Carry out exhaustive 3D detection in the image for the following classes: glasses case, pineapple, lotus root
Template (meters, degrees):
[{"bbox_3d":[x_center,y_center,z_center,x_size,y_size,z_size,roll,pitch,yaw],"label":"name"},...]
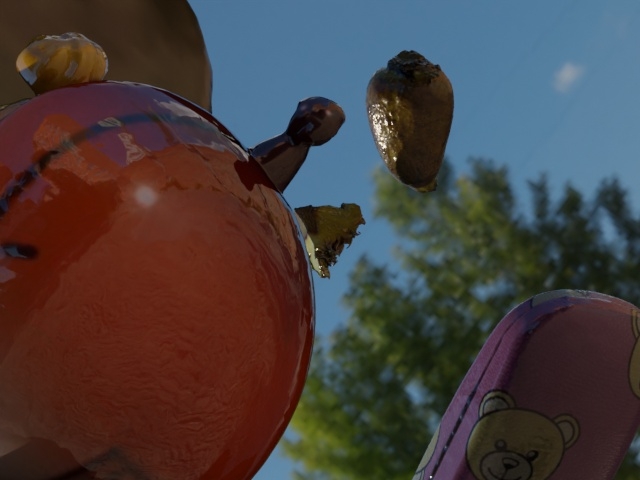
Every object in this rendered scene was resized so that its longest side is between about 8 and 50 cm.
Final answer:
[{"bbox_3d":[0.127,0.172,1.038,0.123,0.076,0.316,12,-64,-24],"label":"glasses case"},{"bbox_3d":[0.000,0.000,1.840,0.114,0.114,0.077,-28,-55,13],"label":"pineapple"},{"bbox_3d":[0.114,-0.132,1.849,0.094,0.108,0.190,-48,-42,-52],"label":"lotus root"}]

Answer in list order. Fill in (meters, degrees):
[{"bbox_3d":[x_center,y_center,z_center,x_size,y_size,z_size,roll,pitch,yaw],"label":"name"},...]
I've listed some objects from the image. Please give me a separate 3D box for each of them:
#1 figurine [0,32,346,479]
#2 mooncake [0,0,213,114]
[{"bbox_3d":[-0.116,0.066,0.656,0.320,0.196,0.323,52,-128,-49],"label":"figurine"},{"bbox_3d":[-0.321,-0.170,1.235,0.262,0.467,0.467,-37,-13,28],"label":"mooncake"}]
